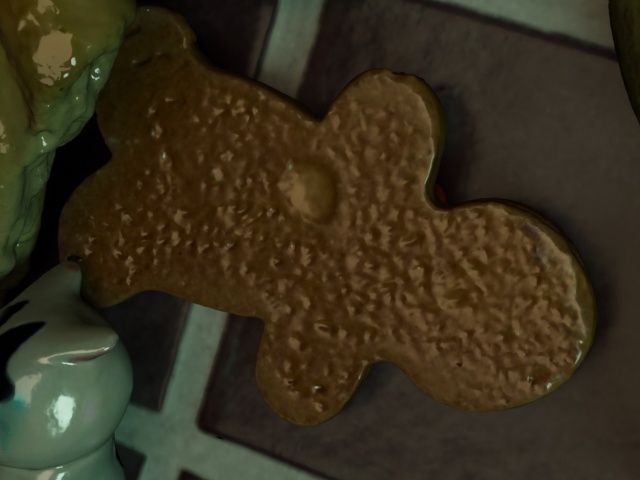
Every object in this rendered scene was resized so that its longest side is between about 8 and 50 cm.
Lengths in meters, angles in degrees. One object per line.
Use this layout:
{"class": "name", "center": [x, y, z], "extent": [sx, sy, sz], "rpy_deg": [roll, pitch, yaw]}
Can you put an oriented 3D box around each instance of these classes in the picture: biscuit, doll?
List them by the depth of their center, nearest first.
{"class": "biscuit", "center": [0.001, -0.001, 0.837], "extent": [0.324, 0.049, 0.206], "rpy_deg": [18, 101, 20]}
{"class": "biscuit", "center": [-0.210, -0.079, 0.838], "extent": [0.213, 0.091, 0.274], "rpy_deg": [46, 133, 26]}
{"class": "doll", "center": [-0.161, 0.114, 0.849], "extent": [0.110, 0.106, 0.181], "rpy_deg": [40, 133, 48]}

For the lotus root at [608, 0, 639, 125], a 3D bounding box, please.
{"class": "lotus root", "center": [0.209, -0.097, 0.726], "extent": [0.138, 0.138, 0.214], "rpy_deg": [2, 83, 18]}
